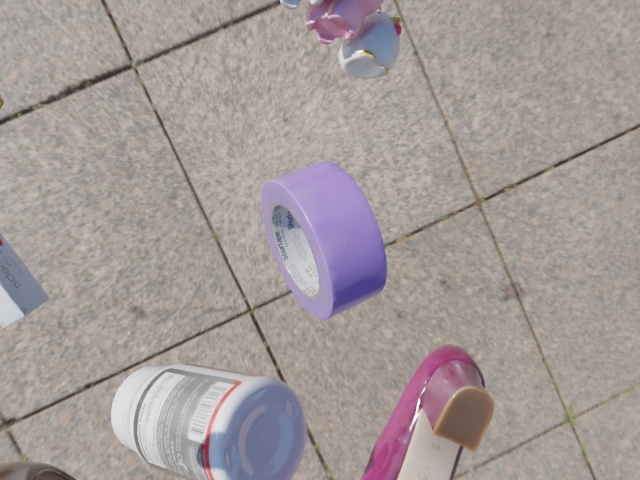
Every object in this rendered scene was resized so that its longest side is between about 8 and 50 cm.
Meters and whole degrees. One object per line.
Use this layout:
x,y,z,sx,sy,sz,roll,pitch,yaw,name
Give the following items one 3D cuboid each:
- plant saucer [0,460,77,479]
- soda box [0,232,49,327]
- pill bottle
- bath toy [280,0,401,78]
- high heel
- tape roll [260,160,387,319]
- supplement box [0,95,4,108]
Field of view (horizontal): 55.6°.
-0.313,0.401,0.779,0.050,0.310,0.311,-38,98,-11,plant saucer
-0.595,0.046,1.096,0.073,0.069,0.216,-25,105,28,soda box
-0.171,0.264,0.879,0.161,0.283,0.161,4,85,-46,pill bottle
0.033,-0.386,0.925,0.151,0.348,0.129,1,71,31,bath toy
0.111,0.321,0.825,0.127,0.181,0.377,33,98,-4,high heel
0.000,0.000,0.774,0.080,0.189,0.189,-22,98,-20,tape roll
-0.471,-0.164,0.642,0.194,0.191,0.129,32,93,-39,supplement box
